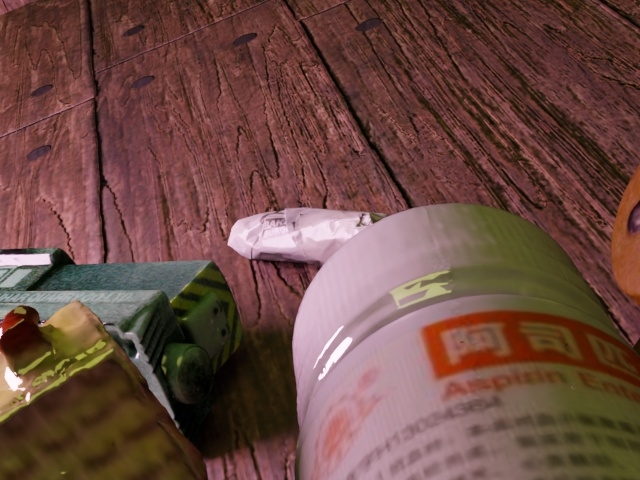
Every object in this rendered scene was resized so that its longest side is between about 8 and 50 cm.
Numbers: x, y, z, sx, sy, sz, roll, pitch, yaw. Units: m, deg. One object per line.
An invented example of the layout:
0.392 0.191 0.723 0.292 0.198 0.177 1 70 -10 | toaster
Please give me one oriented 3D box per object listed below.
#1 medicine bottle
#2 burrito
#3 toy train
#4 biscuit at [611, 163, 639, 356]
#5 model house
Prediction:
0.094 0.146 0.643 0.211 0.211 0.371 -20 28 5 | medicine bottle
-0.001 0.000 1.135 0.203 0.064 0.064 5 39 43 | burrito
-0.211 0.084 1.065 0.330 0.138 0.178 -2 30 32 | toy train
0.256 0.043 0.718 0.283 0.064 0.432 -50 26 23 | biscuit
-0.165 0.169 0.739 0.196 0.254 0.160 -33 30 -15 | model house
